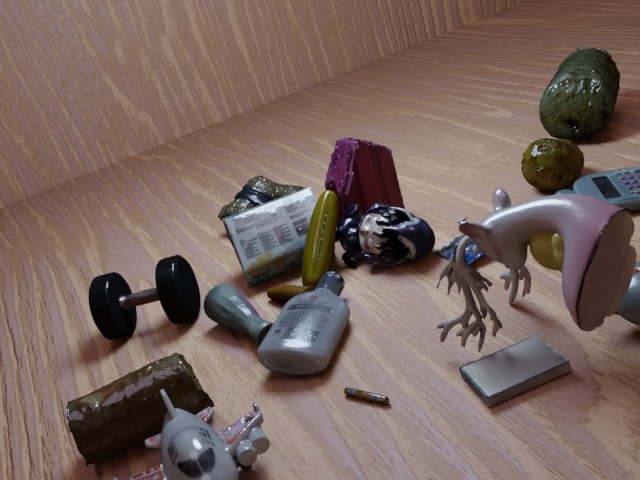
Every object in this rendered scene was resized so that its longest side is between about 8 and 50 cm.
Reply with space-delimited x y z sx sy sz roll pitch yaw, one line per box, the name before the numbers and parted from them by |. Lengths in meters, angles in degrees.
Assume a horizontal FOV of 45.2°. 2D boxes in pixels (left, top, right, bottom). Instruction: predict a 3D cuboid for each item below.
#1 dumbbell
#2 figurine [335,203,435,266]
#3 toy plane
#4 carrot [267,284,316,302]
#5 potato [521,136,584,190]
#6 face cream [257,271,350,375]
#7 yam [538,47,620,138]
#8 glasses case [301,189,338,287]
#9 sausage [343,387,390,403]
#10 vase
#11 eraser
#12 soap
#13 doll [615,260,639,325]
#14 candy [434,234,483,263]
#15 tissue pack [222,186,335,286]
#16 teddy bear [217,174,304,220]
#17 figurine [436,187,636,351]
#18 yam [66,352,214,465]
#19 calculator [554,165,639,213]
dumbbell | -0.398 0.131 1.748 0.218 0.153 0.152 -15 24 7
figurine | 0.150 -0.004 1.722 0.222 0.145 0.145 1 29 45
toy plane | -0.202 0.335 1.213 0.252 0.118 0.252 -14 27 7
carrot | -0.069 0.117 1.681 0.139 0.048 0.048 3 30 42
potato | 0.549 -0.182 1.823 0.175 0.137 0.137 -9 13 -43
face cream | -0.017 0.156 1.521 0.143 0.071 0.291 3 30 16
yam | 0.708 -0.395 2.082 0.195 0.195 0.300 -4 27 29
glasses case | 0.000 0.000 1.733 0.064 0.079 0.234 13 68 -6
sausage | 0.077 0.263 1.300 0.100 0.015 0.015 4 32 40
vase | -0.161 0.163 1.609 0.086 0.086 0.214 -29 30 -25
eraser | 0.313 0.208 1.246 0.150 0.023 0.104 -21 22 -8
soap | 0.105 -0.130 1.849 0.162 0.250 0.099 -25 26 -21
doll | 0.599 0.087 1.231 0.336 0.106 0.200 -3 28 13
candy | 0.312 0.016 1.657 0.088 0.038 0.136 -38 21 -12
tissue pack | -0.097 -0.001 1.855 0.229 0.145 0.159 -22 67 -9
teddy bear | -0.169 -0.115 2.156 0.251 0.129 0.182 -31 25 -30
figurine | 0.328 0.055 1.255 0.206 0.284 0.315 -26 30 -28
yam | -0.319 0.293 1.361 0.238 0.128 0.129 -24 13 -11
calculator | 0.663 -0.110 1.682 0.298 0.041 0.185 -12 24 8
